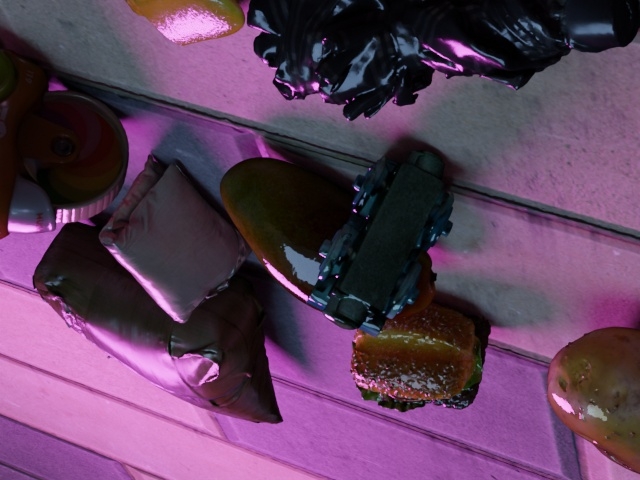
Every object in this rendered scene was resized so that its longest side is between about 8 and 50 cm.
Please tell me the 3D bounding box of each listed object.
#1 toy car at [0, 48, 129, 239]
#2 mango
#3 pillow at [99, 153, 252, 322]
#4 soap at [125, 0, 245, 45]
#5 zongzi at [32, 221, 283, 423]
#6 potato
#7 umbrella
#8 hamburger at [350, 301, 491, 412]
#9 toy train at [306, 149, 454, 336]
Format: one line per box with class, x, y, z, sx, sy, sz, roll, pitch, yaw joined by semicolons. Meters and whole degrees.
toy car;-0.329;-0.094;1.897;0.235;0.235;0.145;28;156;3
mango;0.003;0.006;1.824;0.267;0.111;0.133;33;127;-3
pillow;-0.178;0.000;2.000;0.078;0.134;0.181;20;156;47
soap;-0.138;-0.225;1.637;0.089;0.033;0.168;43;153;-22
zongzi;-0.207;0.128;2.260;0.323;0.160;0.360;25;162;22
potato;0.335;0.174;1.777;0.234;0.146;0.150;39;-160;-52
umbrella;0.093;-0.164;1.376;0.337;0.154;0.128;14;-168;31
hamburger;0.111;0.133;1.934;0.166;0.137;0.087;8;171;27
toy train;0.062;0.003;1.687;0.107;0.198;0.154;27;170;0
